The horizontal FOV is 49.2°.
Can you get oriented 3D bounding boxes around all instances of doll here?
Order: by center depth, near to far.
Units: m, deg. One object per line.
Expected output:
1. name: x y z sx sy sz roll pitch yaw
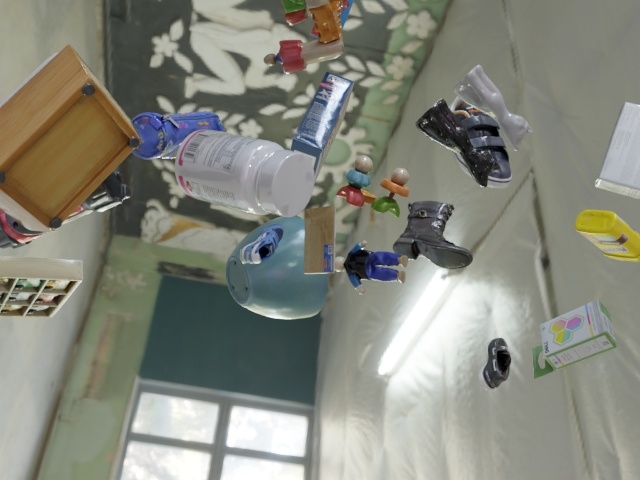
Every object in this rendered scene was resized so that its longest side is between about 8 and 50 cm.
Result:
1. doll: 0.111 0.065 1.673 0.046 0.189 0.129 14 83 -60

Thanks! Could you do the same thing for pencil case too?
1. pencil case: -0.371 -0.283 1.846 0.133 0.119 0.306 -41 171 26

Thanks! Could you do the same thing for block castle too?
1. block castle: -0.095 -0.655 1.646 0.453 0.213 0.303 66 18 -49

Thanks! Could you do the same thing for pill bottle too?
1. pill bottle: -0.163 -0.143 1.504 0.160 0.283 0.160 -25 123 -47

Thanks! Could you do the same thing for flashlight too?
1. flashlight: -0.552 -0.072 1.453 0.103 0.304 0.103 63 23 -17

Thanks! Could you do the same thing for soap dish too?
1. soap dish: -0.478 -0.169 1.259 0.291 0.118 0.229 -49 149 -13

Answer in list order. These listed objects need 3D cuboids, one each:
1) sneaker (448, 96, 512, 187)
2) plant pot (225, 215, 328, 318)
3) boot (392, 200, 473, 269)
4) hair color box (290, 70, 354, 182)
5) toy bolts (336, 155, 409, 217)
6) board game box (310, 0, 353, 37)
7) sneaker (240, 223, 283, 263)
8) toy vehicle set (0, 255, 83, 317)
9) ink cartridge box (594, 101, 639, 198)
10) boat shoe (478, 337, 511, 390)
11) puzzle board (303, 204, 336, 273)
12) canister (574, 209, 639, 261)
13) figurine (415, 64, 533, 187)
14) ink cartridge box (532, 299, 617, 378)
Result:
1. sneaker: 0.413 -0.272 1.853 0.321 0.126 0.127 -117 -148 -44
2. plant pot: -0.140 0.087 1.896 0.290 0.195 0.290 23 -61 51
3. boot: 0.357 -0.034 2.111 0.229 0.263 0.091 -57 149 -38
4. hair color box: 0.000 -0.366 2.259 0.174 0.105 0.347 108 3 -53
5. toy bolts: 0.163 -0.197 2.315 0.218 0.228 0.158 36 -71 49
6. board game box: 0.081 -0.791 2.119 0.308 0.086 0.302 -76 -171 -53
7. sneaker: -0.126 0.012 1.661 0.144 0.059 0.053 -45 128 -39
8. toy vehicle set: -0.526 0.085 1.211 0.267 0.166 0.035 -33 -122 54
9. ink cartridge box: 0.725 -0.172 1.473 0.066 0.232 0.189 53 59 -72
10. boat shoe: 0.279 0.186 1.092 0.038 0.046 0.125 -40 180 33
11. puzzle board: 0.000 0.000 1.349 0.096 0.011 0.128 -5 -97 53
12. canister: 0.769 -0.014 1.849 0.126 0.170 0.073 11 -106 57
13. figurine: 0.354 -0.254 1.555 0.215 0.209 0.092 -43 -179 -19
14. ink cartridge box: 0.575 0.233 1.638 0.209 0.062 0.109 -31 -156 30
